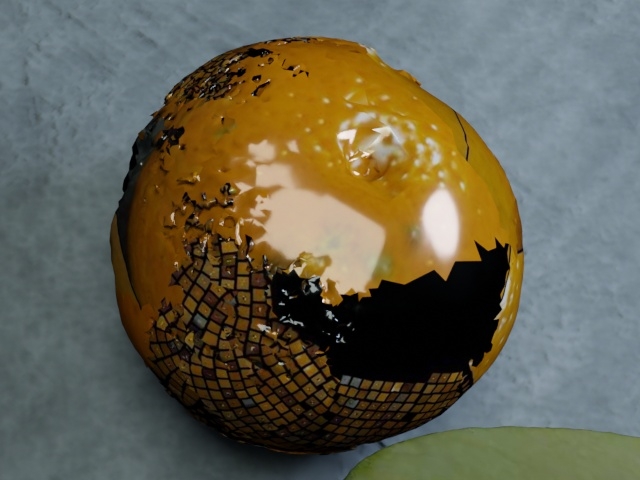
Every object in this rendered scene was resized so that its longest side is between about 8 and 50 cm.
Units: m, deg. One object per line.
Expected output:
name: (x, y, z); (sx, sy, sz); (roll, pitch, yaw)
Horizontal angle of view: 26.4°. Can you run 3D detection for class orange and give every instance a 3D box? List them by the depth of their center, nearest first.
orange: (0.000, 0.000, 0.747); (0.234, 0.182, 0.234); (10, 50, -12)

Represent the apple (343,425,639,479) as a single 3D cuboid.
apple: (0.146, 0.215, 0.554); (0.360, 0.320, 0.312); (15, 73, 11)
